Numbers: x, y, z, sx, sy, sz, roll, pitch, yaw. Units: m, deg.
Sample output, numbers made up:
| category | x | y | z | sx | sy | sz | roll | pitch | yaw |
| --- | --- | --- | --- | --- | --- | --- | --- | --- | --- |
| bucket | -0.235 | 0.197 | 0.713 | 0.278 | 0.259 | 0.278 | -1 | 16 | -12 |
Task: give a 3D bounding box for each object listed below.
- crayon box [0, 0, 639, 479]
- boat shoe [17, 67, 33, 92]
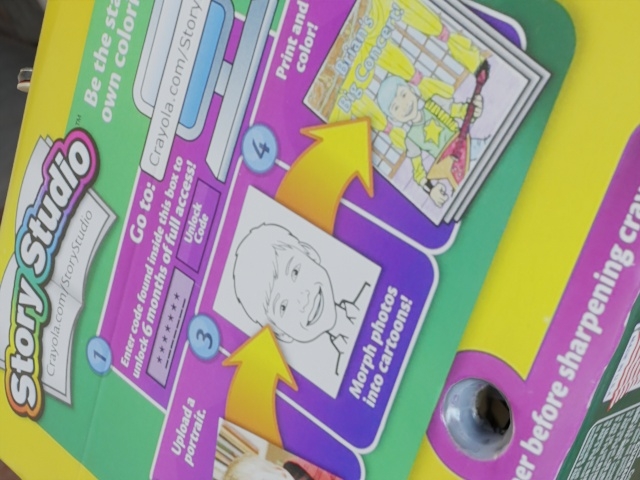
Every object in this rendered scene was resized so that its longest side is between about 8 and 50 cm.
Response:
| category | x | y | z | sx | sy | sz | roll | pitch | yaw |
| --- | --- | --- | --- | --- | --- | --- | --- | --- | --- |
| crayon box | 0.000 | 0.000 | 0.513 | 0.313 | 0.363 | 0.106 | 33 | 26 | 33 |
| boat shoe | -0.204 | -0.152 | 1.058 | 0.137 | 0.043 | 0.049 | -7 | 6 | -29 |
